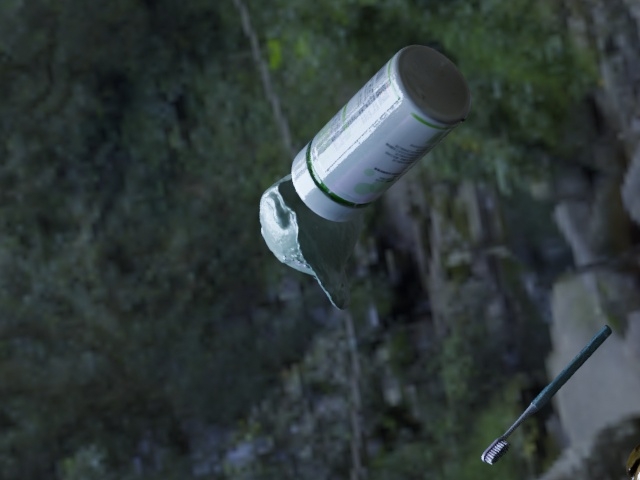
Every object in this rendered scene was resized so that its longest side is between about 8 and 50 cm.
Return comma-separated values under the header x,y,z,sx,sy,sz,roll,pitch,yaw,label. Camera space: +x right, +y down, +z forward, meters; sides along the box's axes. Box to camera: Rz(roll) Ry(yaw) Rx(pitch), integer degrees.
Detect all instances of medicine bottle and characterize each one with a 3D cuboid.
x,y,z,sx,sy,sz,roll,pitch,yaw,label
0.055,-0.097,1.535,0.183,0.086,0.086,-42,48,46,medicine bottle

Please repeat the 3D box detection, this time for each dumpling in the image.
x,y,z,sx,sy,sz,roll,pitch,yaw,label
-0.010,-0.006,1.824,0.217,0.105,0.149,-25,-56,-78,dumpling

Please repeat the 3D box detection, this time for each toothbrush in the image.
x,y,z,sx,sy,sz,roll,pitch,yaw,label
0.201,0.135,1.458,0.011,0.167,0.014,53,165,-30,toothbrush

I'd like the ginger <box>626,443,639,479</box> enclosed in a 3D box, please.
x,y,z,sx,sy,sz,roll,pitch,yaw,label
0.435,0.164,1.633,0.321,0.172,0.165,-55,6,-20,ginger
